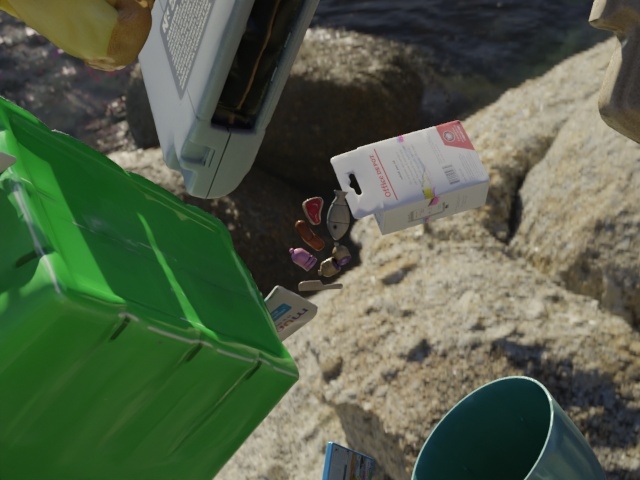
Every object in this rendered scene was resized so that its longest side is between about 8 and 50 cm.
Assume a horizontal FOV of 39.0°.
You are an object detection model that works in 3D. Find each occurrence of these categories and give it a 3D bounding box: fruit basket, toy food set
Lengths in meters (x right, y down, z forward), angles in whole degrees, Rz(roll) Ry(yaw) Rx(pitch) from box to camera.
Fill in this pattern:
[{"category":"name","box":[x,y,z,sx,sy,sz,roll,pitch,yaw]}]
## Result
[{"category":"fruit basket","box":[-0.208,0.090,0.438,0.353,0.327,0.165,-31,63,16]},{"category":"toy food set","box":[0.000,0.000,1.103,0.077,0.019,0.122,-2,92,-11]}]

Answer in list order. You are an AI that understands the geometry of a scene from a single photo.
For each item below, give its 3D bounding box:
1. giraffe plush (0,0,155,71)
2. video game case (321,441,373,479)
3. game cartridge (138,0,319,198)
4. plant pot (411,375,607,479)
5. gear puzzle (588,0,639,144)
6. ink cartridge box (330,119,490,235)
[{"category":"giraffe plush","box":[-0.221,-0.155,0.514,0.170,0.210,0.181,-37,30,12]},{"category":"video game case","box":[0.052,0.468,1.760,0.015,0.166,0.119,-5,65,32]},{"category":"game cartridge","box":[-0.050,-0.201,0.583,0.062,0.297,0.198,9,39,-23]},{"category":"plant pot","box":[0.333,0.412,1.493,0.293,0.235,0.293,-41,19,17]},{"category":"gear puzzle","box":[0.168,-0.082,0.339,0.338,0.044,0.176,23,81,-20]},{"category":"ink cartridge box","box":[0.123,-0.084,1.273,0.198,0.067,0.115,-16,59,-9]}]
